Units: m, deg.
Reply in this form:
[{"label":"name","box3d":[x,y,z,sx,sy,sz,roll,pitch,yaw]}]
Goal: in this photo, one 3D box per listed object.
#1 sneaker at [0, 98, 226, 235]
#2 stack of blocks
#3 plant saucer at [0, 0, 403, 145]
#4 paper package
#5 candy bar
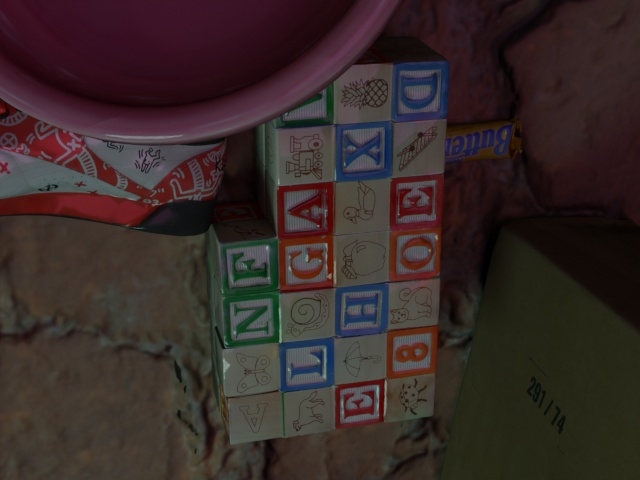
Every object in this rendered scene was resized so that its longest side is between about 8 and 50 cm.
[{"label":"sneaker","box3d":[-0.189,-0.090,0.748,0.270,0.090,0.145,6,107,-26]},{"label":"stack of blocks","box3d":[0.000,0.000,0.844,0.171,0.087,0.297,-5,114,-13]},{"label":"plant saucer","box3d":[-0.091,-0.220,0.661,0.332,0.084,0.332,0,88,8]},{"label":"paper package","box3d":[0.253,0.178,0.893,0.168,0.325,0.309,2,111,-21]},{"label":"candy bar","box3d":[0.094,-0.078,0.901,0.161,0.018,0.040,-7,113,-18]}]
